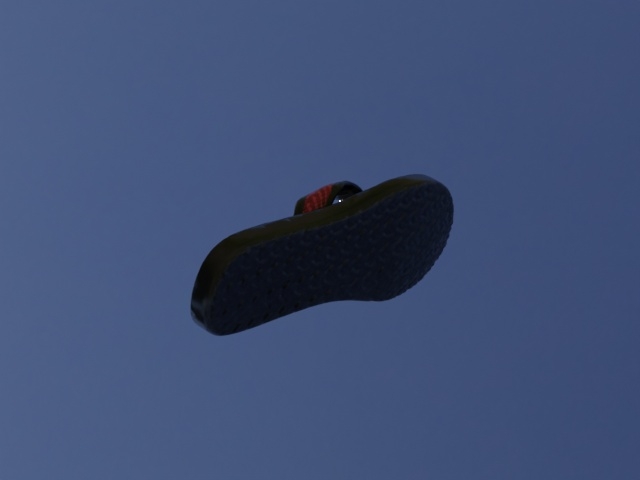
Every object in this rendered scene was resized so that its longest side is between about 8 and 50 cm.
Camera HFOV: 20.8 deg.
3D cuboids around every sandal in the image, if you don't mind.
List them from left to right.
[{"bbox_3d":[0.000,0.000,0.835,0.040,0.067,0.179,32,-150,35],"label":"sandal"}]
